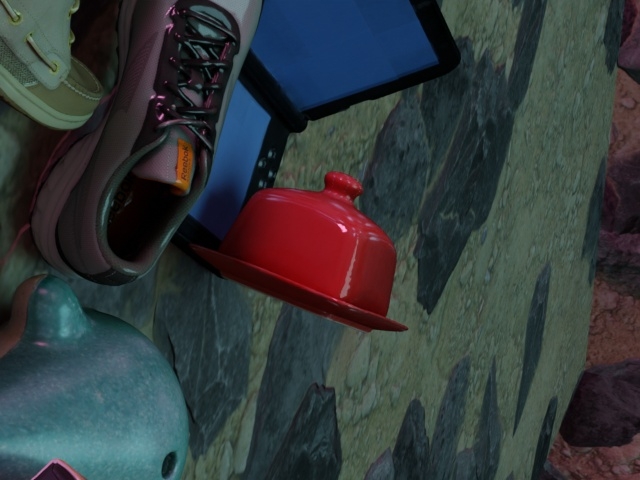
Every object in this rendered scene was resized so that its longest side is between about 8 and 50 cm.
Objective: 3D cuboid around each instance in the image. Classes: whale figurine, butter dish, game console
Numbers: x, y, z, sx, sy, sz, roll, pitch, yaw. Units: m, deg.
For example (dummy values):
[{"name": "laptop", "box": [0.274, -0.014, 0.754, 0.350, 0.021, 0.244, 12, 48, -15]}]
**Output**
[{"name": "whale figurine", "box": [-0.178, 0.132, 0.926, 0.272, 0.141, 0.216, 14, 89, -72]}, {"name": "butter dish", "box": [0.000, 0.000, 1.193, 0.160, 0.160, 0.118, 24, 87, -66]}, {"name": "game console", "box": [-0.019, -0.102, 1.174, 0.293, 0.173, 0.250, 45, 60, -67]}]

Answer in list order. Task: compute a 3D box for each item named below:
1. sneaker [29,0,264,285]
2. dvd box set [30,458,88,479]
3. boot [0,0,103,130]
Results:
[{"name": "sneaker", "box": [-0.097, -0.090, 0.972, 0.100, 0.108, 0.271, 24, 89, -35]}, {"name": "dvd box set", "box": [-0.190, 0.330, 0.960, 0.307, 0.062, 0.420, -45, 153, -9]}, {"name": "boot", "box": [-0.148, -0.160, 0.835, 0.165, 0.077, 0.213, -46, 155, 3]}]
